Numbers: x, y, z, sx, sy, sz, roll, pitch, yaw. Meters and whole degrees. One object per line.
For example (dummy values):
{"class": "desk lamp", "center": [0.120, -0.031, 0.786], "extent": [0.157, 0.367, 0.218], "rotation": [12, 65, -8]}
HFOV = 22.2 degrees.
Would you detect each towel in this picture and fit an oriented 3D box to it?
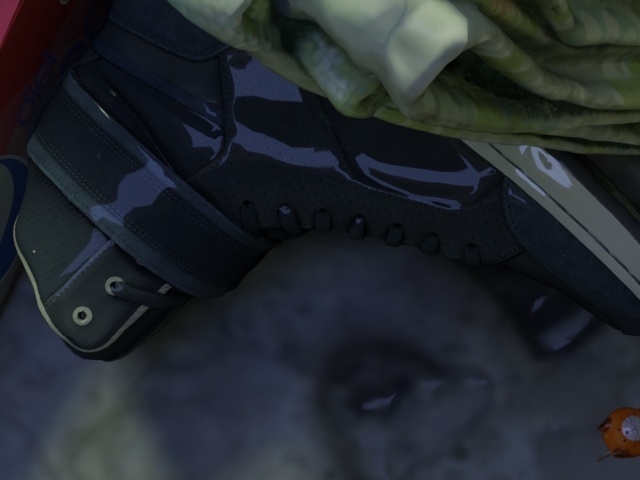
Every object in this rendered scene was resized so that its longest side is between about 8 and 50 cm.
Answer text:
{"class": "towel", "center": [-0.034, -0.171, 0.485], "extent": [0.090, 0.320, 0.374], "rotation": [-47, 72, 19]}

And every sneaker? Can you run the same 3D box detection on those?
{"class": "sneaker", "center": [0.000, 0.000, 0.567], "extent": [0.226, 0.086, 0.163], "rotation": [38, 99, 11]}

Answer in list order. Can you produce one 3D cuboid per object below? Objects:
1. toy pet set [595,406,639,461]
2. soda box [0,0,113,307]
{"class": "toy pet set", "center": [0.099, 0.119, 0.499], "extent": [0.065, 0.114, 0.122], "rotation": [-24, 74, 0]}
{"class": "soda box", "center": [-0.139, -0.057, 0.606], "extent": [0.083, 0.092, 0.263], "rotation": [25, 87, 18]}
